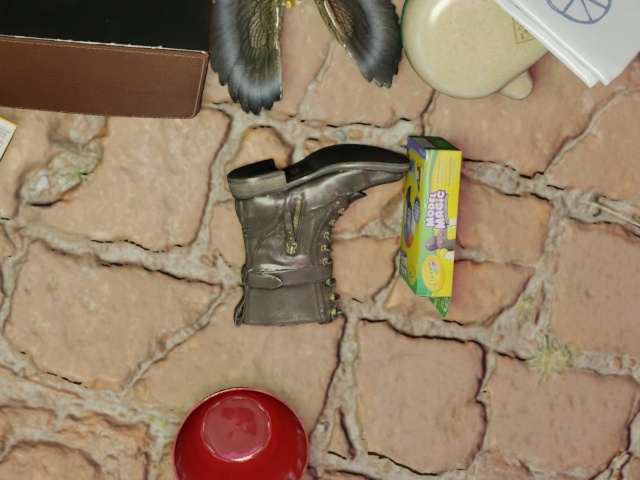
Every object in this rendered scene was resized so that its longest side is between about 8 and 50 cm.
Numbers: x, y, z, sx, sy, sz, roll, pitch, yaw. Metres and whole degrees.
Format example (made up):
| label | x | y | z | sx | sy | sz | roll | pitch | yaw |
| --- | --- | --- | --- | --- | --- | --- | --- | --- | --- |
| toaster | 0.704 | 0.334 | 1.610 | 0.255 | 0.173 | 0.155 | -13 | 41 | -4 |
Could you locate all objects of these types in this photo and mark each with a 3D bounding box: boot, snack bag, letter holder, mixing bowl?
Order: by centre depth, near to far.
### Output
| label | x | y | z | sx | sy | sz | roll | pitch | yaw |
| --- | --- | --- | --- | --- | --- | --- | --- | --- | --- |
| snack bag | 0.319 | -0.390 | 1.668 | 0.323 | 0.037 | 0.342 | 42 | 66 | 6 |
| letter holder | -0.290 | -0.260 | 1.678 | 0.301 | 0.214 | 0.152 | 4 | 70 | -8 |
| boot | 0.000 | 0.000 | 1.805 | 0.263 | 0.091 | 0.229 | -9 | 109 | -2 |
| mixing bowl | -0.110 | 0.270 | 1.834 | 0.181 | 0.098 | 0.181 | -1 | 103 | -7 |

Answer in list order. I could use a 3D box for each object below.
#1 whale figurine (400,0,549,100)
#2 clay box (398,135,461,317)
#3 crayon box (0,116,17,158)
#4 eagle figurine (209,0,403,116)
| label | x | y | z | sx | sy | sz | roll | pitch | yaw |
| --- | --- | --- | --- | --- | --- | --- | --- | --- | --- |
| whale figurine | 0.233 | -0.286 | 1.729 | 0.272 | 0.141 | 0.216 | -17 | 113 | -2 |
| clay box | 0.141 | -0.019 | 1.788 | 0.053 | 0.127 | 0.222 | 2 | 102 | -8 |
| crayon box | -0.507 | -0.053 | 1.669 | 0.165 | 0.081 | 0.278 | 27 | 77 | -13 |
| eagle figurine | -0.032 | -0.324 | 1.689 | 0.226 | 0.225 | 0.298 | 18 | 140 | 27 |
